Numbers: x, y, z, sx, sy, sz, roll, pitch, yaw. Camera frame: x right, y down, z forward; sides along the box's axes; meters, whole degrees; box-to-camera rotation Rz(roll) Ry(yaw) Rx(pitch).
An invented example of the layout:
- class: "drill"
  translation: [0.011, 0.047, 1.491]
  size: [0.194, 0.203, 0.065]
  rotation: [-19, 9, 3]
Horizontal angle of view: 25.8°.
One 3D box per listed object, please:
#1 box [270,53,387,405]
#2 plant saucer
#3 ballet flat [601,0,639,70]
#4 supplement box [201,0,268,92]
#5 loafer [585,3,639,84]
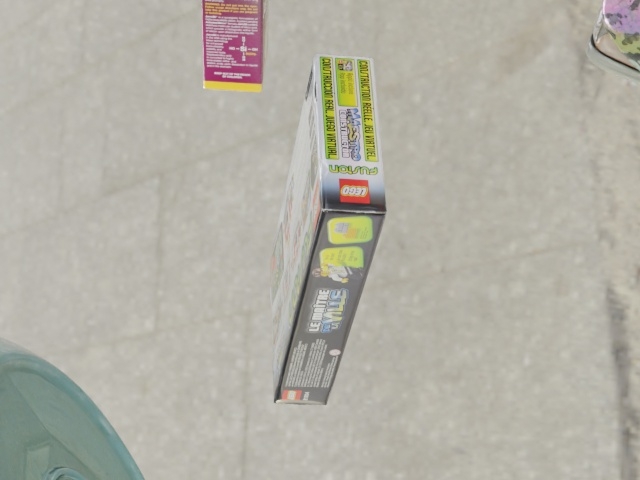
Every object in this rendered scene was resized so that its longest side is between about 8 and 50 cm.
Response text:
- class: "box"
  translation: [0.000, 0.000, 0.842]
  size: [0.207, 0.036, 0.114]
  rotation: [105, 166, -53]
- class: "plant saucer"
  translation: [-0.151, 0.189, 0.834]
  size: [0.043, 0.317, 0.317]
  rotation: [-26, 55, 9]
- class: "ballet flat"
  translation: [0.237, -0.069, 0.661]
  size: [0.077, 0.221, 0.079]
  rotation: [-61, 0, 25]
- class: "supplement box"
  translation: [-0.058, -0.152, 0.962]
  size: [0.055, 0.043, 0.083]
  rotation: [-84, -3, -49]
- class: "loafer"
  translation: [0.200, -0.094, 0.720]
  size: [0.125, 0.045, 0.039]
  rotation: [20, 134, 14]
